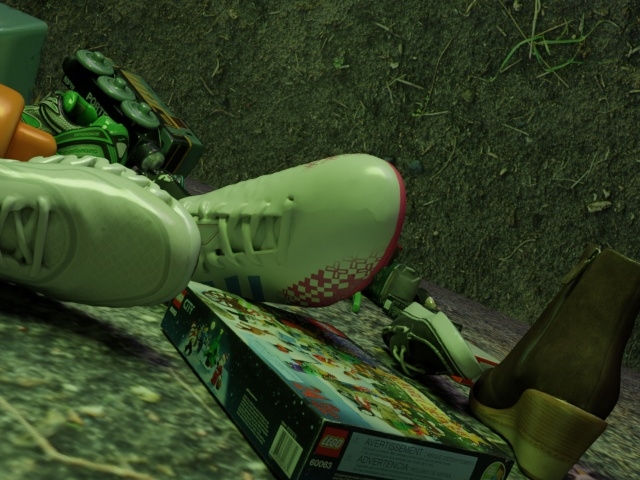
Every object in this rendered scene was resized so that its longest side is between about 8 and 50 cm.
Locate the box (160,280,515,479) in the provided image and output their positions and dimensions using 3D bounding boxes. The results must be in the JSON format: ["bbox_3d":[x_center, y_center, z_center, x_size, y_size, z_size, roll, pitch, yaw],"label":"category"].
[{"bbox_3d":[-0.002,0.102,0.471,0.159,0.044,0.233,21,4,-34],"label":"box"}]

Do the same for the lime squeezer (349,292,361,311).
[{"bbox_3d":[0.026,0.064,1.207,0.110,0.059,0.310,22,4,-34],"label":"lime squeezer"}]

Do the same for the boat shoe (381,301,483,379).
[{"bbox_3d":[0.120,0.126,0.763,0.078,0.070,0.219,57,-5,-4],"label":"boat shoe"}]

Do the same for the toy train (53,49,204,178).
[{"bbox_3d":[-0.375,-0.243,1.299,0.334,0.142,0.190,47,21,26],"label":"toy train"}]

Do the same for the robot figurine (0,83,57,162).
[{"bbox_3d":[-0.349,-0.099,0.578,0.219,0.128,0.158,22,42,-25],"label":"robot figurine"}]

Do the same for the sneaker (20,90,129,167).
[{"bbox_3d":[-0.430,-0.174,1.070,0.343,0.146,0.134,24,3,24],"label":"sneaker"}]

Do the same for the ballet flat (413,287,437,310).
[{"bbox_3d":[0.226,0.138,1.616,0.173,0.049,0.057,30,-37,59],"label":"ballet flat"}]

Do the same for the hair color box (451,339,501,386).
[{"bbox_3d":[0.182,0.156,0.913,0.072,0.043,0.141,22,5,-27],"label":"hair color box"}]

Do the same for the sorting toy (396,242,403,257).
[{"bbox_3d":[0.052,-0.056,1.401,0.274,0.046,0.132,28,9,1],"label":"sorting toy"}]

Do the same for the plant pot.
[{"bbox_3d":[-0.790,-0.394,1.433,0.247,0.247,0.252,23,21,-2],"label":"plant pot"}]

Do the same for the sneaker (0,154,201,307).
[{"bbox_3d":[-0.225,-0.015,0.429,0.292,0.110,0.118,15,11,2],"label":"sneaker"}]

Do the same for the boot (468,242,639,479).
[{"bbox_3d":[0.233,0.104,0.648,0.090,0.207,0.248,24,3,1],"label":"boot"}]

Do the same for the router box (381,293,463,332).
[{"bbox_3d":[0.185,0.142,1.204,0.122,0.038,0.092,20,4,-38],"label":"router box"}]

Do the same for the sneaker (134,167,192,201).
[{"bbox_3d":[-0.224,-0.045,0.793,0.267,0.106,0.101,21,5,-15],"label":"sneaker"}]

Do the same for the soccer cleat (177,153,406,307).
[{"bbox_3d":[-0.065,0.004,0.579,0.143,0.116,0.331,8,-15,-30],"label":"soccer cleat"}]

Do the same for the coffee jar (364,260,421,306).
[{"bbox_3d":[0.124,0.075,1.348,0.079,0.096,0.184,25,3,-24],"label":"coffee jar"}]
